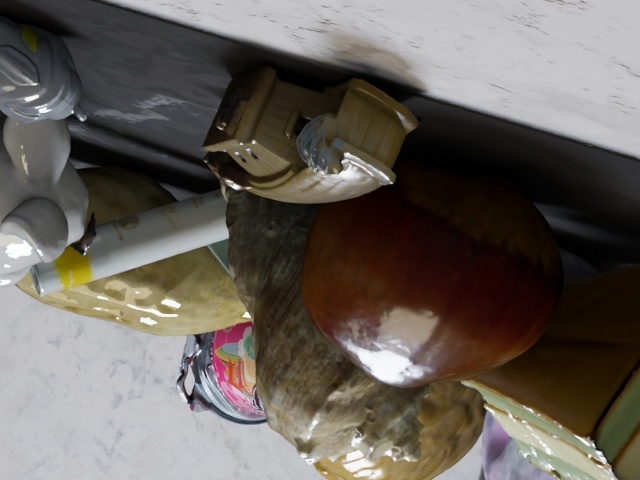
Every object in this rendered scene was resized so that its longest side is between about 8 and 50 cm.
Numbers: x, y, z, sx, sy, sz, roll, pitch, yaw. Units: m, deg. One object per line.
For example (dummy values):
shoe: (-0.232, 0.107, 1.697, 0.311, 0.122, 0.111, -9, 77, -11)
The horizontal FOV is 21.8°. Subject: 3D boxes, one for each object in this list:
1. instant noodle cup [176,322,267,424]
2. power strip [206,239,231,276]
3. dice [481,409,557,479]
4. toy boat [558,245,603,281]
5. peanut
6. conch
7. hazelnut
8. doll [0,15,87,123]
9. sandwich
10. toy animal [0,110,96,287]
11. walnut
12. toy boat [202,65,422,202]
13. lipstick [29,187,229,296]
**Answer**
instant noodle cup: (-0.037, 0.157, 2.362, 0.181, 0.302, 0.258, 15, 143, 51)
power strip: (-0.022, 0.029, 1.915, 0.216, 0.145, 0.061, 50, 173, 5)
dice: (0.377, 0.229, 2.055, 0.270, 0.271, 0.270, 19, 172, -18)
toy boat: (0.213, 0.051, 1.780, 0.276, 0.111, 0.293, 26, 179, -18)
peanut: (-0.217, 0.013, 2.013, 0.387, 0.192, 0.169, 17, 136, -8)
conch: (0.036, 0.067, 1.707, 0.210, 0.352, 0.297, -17, 163, 10)
hazelnut: (0.107, 0.034, 1.478, 0.217, 0.217, 0.251, 9, 178, 42)
doll: (-0.268, -0.154, 1.389, 0.180, 0.079, 0.094, 32, -178, -18)
sandwich: (0.279, 0.111, 1.579, 0.198, 0.227, 0.155, 23, 155, 51)
toy animal: (-0.313, -0.061, 1.689, 0.154, 0.209, 0.325, 6, 170, -27)
walnut: (0.099, 0.181, 2.186, 0.252, 0.313, 0.277, 33, 160, 45)
toy boat: (-0.031, -0.084, 1.351, 0.121, 0.089, 0.321, 25, 171, -19)
lipstick: (-0.191, -0.004, 1.836, 0.264, 0.059, 0.059, -17, -178, -17)
